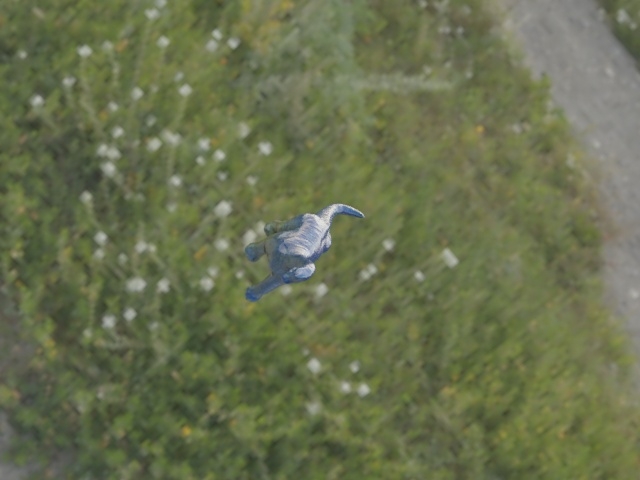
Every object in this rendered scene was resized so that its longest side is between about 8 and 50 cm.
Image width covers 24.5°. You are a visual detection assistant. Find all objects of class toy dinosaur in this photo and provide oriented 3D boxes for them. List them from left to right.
[{"bbox_3d":[0.000,0.000,1.735,0.248,0.188,0.075,-32,100,-37],"label":"toy dinosaur"}]
